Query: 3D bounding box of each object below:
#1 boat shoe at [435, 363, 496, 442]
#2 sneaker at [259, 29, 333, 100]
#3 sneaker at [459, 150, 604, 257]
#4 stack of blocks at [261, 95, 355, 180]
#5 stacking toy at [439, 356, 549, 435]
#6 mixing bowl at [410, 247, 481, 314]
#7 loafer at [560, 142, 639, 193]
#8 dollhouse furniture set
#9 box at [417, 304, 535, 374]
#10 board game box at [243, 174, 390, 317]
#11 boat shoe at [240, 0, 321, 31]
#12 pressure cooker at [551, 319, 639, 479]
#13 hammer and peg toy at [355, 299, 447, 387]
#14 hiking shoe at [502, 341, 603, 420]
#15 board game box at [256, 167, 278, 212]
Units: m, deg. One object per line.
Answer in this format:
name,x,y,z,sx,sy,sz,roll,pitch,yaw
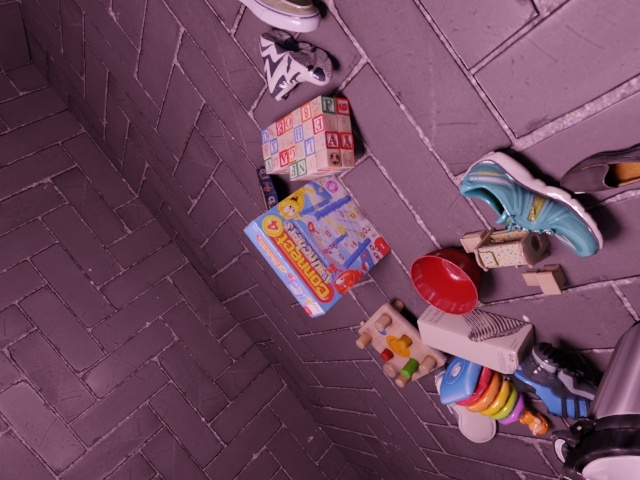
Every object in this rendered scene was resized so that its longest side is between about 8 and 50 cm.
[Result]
boat shoe,0.470,0.528,1.368,0.319,0.116,0.099,53,-168,-18
sneaker,-0.063,-0.402,1.039,0.235,0.094,0.153,35,147,23
sneaker,0.393,-0.053,0.801,0.275,0.110,0.107,40,170,21
stack of blocks,-0.043,-0.247,1.115,0.297,0.087,0.171,-6,90,54
stacking toy,0.510,0.450,1.185,0.302,0.175,0.165,32,146,2
mixing bowl,0.328,0.086,1.051,0.182,0.098,0.181,32,144,26
loafer,0.478,-0.112,0.696,0.062,0.061,0.170,52,149,-6
dollhouse furniture set,0.407,0.063,0.926,0.182,0.101,0.160,-14,112,55
box,0.408,0.251,1.115,0.275,0.113,0.094,11,130,44
board game box,0.000,0.000,1.178,0.308,0.302,0.086,52,148,-4
boat shoe,-0.117,-0.562,0.930,0.302,0.109,0.094,40,145,21
pressure cooker,0.622,0.355,0.663,0.376,0.420,0.369,41,146,14
hammer and peg toy,0.239,0.365,1.422,0.266,0.127,0.361,43,148,11
hiking shoe,0.586,0.361,0.957,0.304,0.113,0.132,38,120,7
board game box,-0.167,-0.107,1.444,0.165,0.042,0.243,-114,13,-47
